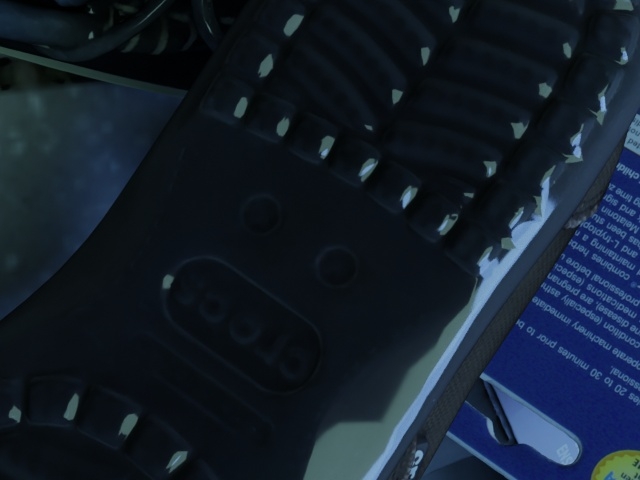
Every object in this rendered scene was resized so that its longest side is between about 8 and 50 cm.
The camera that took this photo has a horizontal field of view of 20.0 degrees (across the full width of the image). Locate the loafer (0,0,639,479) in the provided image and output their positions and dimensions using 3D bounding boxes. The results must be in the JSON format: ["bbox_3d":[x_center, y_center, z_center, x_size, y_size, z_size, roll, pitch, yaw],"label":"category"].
[{"bbox_3d":[-0.030,0.065,0.513,0.134,0.130,0.366,42,91,17],"label":"loafer"}]

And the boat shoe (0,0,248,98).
[{"bbox_3d":[-0.060,-0.136,0.555,0.500,0.156,0.186,2,96,-25],"label":"boat shoe"}]

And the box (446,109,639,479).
[{"bbox_3d":[0.119,-0.020,0.570,0.225,0.136,0.036,-54,154,-4],"label":"box"}]

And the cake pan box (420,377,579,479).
[{"bbox_3d":[0.041,0.153,0.667,0.246,0.070,0.267,-34,123,-17],"label":"cake pan box"}]
